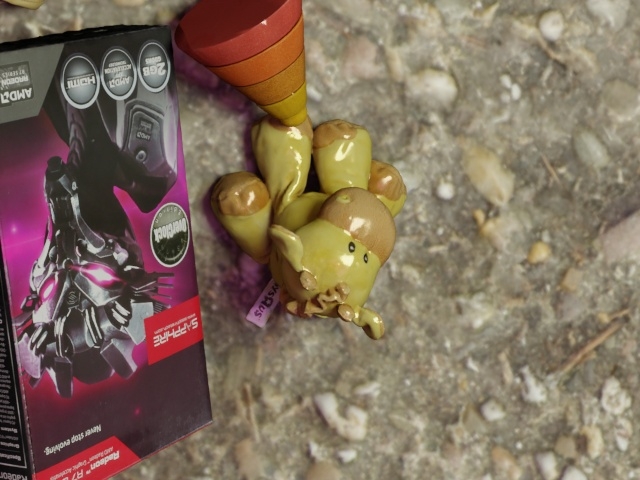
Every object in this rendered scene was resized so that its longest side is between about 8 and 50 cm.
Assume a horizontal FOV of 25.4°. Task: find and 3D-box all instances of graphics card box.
[{"bbox_3d":[-0.207,0.015,1.178,0.233,0.094,0.371,-21,109,-53],"label":"graphics card box"}]

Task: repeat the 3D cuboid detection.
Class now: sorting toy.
[{"bbox_3d":[0.050,-0.222,1.249,0.365,0.127,0.126,-36,120,-15],"label":"sorting toy"}]

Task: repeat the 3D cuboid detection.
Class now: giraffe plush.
[{"bbox_3d":[0.000,0.000,1.249,0.181,0.170,0.210,14,97,-17],"label":"giraffe plush"}]

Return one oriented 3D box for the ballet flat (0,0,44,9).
[{"bbox_3d":[-0.336,-0.226,1.173,0.232,0.080,0.073,4,130,-13],"label":"ballet flat"}]
